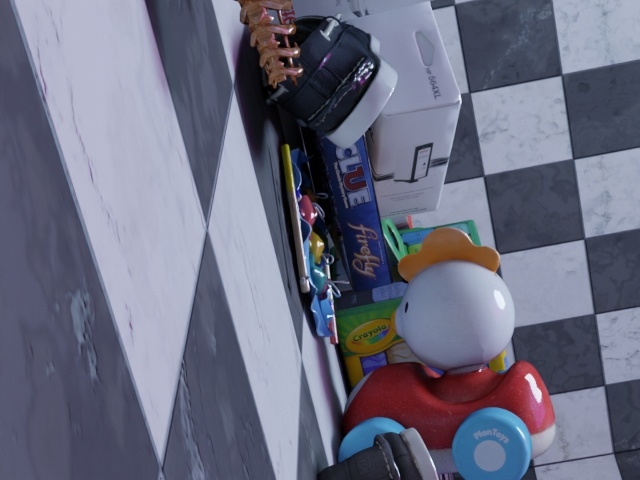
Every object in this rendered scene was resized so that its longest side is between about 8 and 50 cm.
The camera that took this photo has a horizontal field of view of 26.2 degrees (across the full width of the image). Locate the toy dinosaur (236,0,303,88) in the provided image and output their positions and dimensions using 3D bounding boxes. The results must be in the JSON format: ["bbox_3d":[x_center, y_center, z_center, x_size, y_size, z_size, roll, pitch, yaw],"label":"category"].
[{"bbox_3d":[-0.061,-0.253,0.872,0.218,0.164,0.322,27,70,-65],"label":"toy dinosaur"}]

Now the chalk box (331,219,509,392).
[{"bbox_3d":[0.113,0.093,1.562,0.180,0.179,0.289,-90,168,-64],"label":"chalk box"}]

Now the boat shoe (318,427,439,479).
[{"bbox_3d":[0.061,0.294,1.236,0.112,0.095,0.335,-113,-170,-47],"label":"boat shoe"}]

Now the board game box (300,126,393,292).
[{"bbox_3d":[0.019,-0.070,1.412,0.243,0.042,0.165,-112,-172,-67],"label":"board game box"}]

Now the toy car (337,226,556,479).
[{"bbox_3d":[0.116,0.106,1.355,0.219,0.210,0.238,-23,106,-75],"label":"toy car"}]

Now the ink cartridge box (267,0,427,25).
[{"bbox_3d":[0.042,-0.300,1.293,0.172,0.237,0.100,69,9,-60],"label":"ink cartridge box"}]

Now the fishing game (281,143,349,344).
[{"bbox_3d":[0.000,0.000,1.317,0.264,0.041,0.189,68,14,-70],"label":"fishing game"}]

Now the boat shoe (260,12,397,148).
[{"bbox_3d":[-0.005,-0.162,1.244,0.091,0.114,0.302,37,1,-15],"label":"boat shoe"}]

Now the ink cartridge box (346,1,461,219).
[{"bbox_3d":[0.077,-0.137,1.432,0.203,0.085,0.148,93,-16,-59],"label":"ink cartridge box"}]

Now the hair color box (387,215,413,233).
[{"bbox_3d":[0.072,-0.026,1.808,0.167,0.093,0.053,62,19,-70],"label":"hair color box"}]

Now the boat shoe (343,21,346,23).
[{"bbox_3d":[0.014,-0.242,1.750,0.228,0.080,0.076,-106,-178,-67],"label":"boat shoe"}]
